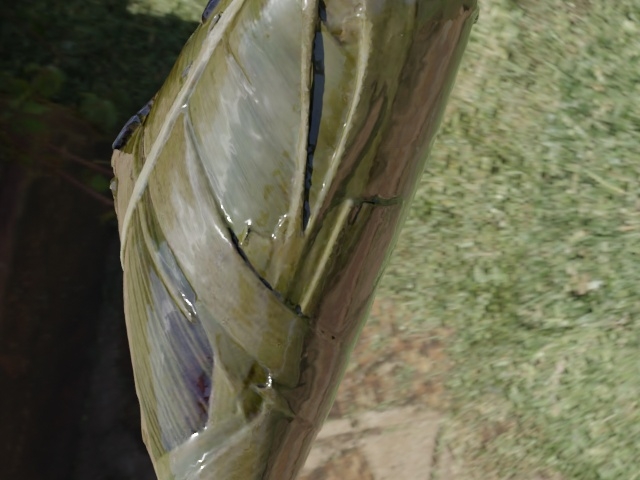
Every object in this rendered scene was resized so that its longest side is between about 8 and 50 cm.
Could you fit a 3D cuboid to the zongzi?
[{"bbox_3d":[0.000,0.000,0.404,0.189,0.081,0.178,131,142,-51],"label":"zongzi"}]
